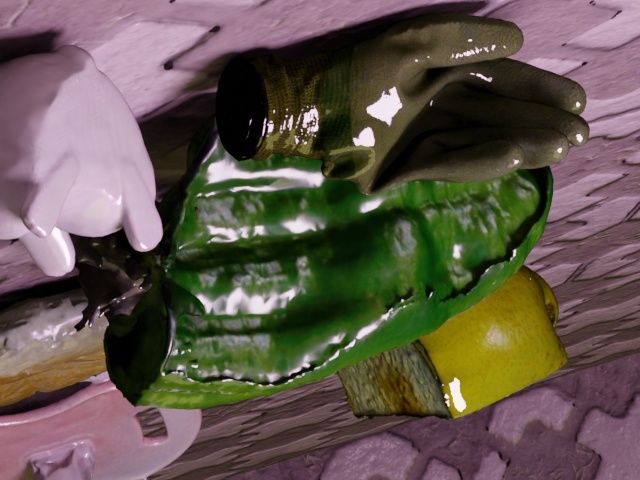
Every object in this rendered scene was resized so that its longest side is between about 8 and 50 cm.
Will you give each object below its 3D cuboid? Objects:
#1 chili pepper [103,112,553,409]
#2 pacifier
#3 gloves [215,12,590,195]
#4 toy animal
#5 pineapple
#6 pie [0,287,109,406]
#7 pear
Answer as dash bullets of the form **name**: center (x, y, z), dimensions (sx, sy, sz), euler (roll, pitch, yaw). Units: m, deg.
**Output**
- **chili pepper**: center (-0.007, 0.000, 1.499), dimensions (0.385, 0.213, 0.167), euler (-21, 167, -34)
- **pacifier**: center (-0.290, 0.257, 2.245), dimensions (0.332, 0.273, 0.220), euler (-16, -176, -4)
- **gloves**: center (0.060, -0.096, 1.402), dimensions (0.268, 0.135, 0.107), euler (2, -161, -12)
- **toy animal**: center (-0.232, -0.018, 1.265), dimensions (0.282, 0.138, 0.140), euler (-25, 171, 34)
- **pineapple**: center (-0.118, 0.037, 1.644), dimensions (0.169, 0.169, 0.340), euler (-23, 164, 20)
- **pie**: center (-0.278, 0.105, 1.903), dimensions (0.306, 0.071, 0.306), euler (-17, 171, -3)
- **pear**: center (0.161, 0.100, 2.287), dimensions (0.292, 0.159, 0.292), euler (-16, -178, 1)
